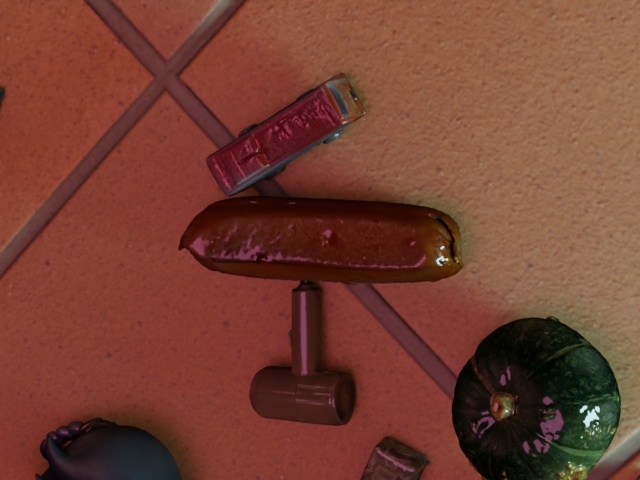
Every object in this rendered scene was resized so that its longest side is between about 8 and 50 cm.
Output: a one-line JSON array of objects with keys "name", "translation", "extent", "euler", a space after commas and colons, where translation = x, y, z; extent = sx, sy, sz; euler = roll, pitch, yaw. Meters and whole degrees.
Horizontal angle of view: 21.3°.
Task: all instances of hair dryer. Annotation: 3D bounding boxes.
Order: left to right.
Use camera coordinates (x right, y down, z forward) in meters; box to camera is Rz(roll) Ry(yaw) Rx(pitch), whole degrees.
[{"name": "hair dryer", "translation": [-0.020, 0.120, 1.961], "extent": [0.117, 0.064, 0.181], "euler": [4, 97, 25]}]

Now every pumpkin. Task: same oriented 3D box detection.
[{"name": "pumpkin", "translation": [0.227, 0.178, 1.809], "extent": [0.190, 0.146, 0.190], "euler": [17, 116, 40]}]

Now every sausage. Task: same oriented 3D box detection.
[{"name": "sausage", "translation": [0.000, 0.000, 1.891], "extent": [0.330, 0.102, 0.102], "euler": [2, 105, 20]}]

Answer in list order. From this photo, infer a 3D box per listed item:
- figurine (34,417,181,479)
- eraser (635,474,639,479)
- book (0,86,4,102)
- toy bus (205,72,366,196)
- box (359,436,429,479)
[{"name": "figurine", "translation": [-0.293, 0.319, 2.072], "extent": [0.265, 0.175, 0.197], "euler": [-3, 98, 17]}, {"name": "eraser", "translation": [0.401, 0.348, 1.773], "extent": [0.226, 0.158, 0.069], "euler": [34, 112, 12]}, {"name": "book", "translation": [-0.510, -0.107, 2.132], "extent": [0.191, 0.025, 0.269], "euler": [26, 113, 15]}, {"name": "toy bus", "translation": [-0.042, -0.115, 1.891], "extent": [0.192, 0.077, 0.065], "euler": [-31, 90, 28]}, {"name": "box", "translation": [0.077, 0.282, 1.962], "extent": [0.062, 0.045, 0.098], "euler": [30, 115, 14]}]
